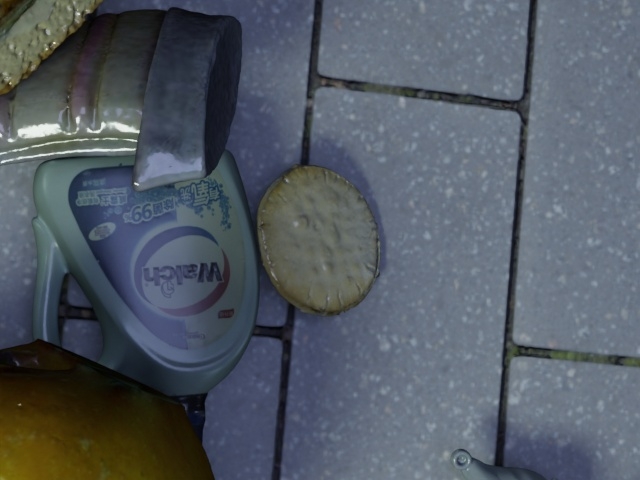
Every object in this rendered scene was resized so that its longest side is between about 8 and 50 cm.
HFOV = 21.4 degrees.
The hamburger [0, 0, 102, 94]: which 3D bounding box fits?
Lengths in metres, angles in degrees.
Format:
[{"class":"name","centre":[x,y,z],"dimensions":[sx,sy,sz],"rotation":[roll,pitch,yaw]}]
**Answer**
[{"class":"hamburger","centre":[-0.323,-0.256,1.531],"dimensions":[0.330,0.209,0.162],"rotation":[-47,130,-18]}]

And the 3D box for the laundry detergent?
[{"class":"laundry detergent","centre":[-0.162,0.059,1.581],"dimensions":[0.215,0.105,0.280],"rotation":[-4,87,-11]}]

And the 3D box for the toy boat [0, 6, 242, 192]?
[{"class":"toy boat","centre":[-0.197,-0.143,1.538],"dimensions":[0.293,0.111,0.276],"rotation":[9,41,19]}]

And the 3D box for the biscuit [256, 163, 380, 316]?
[{"class":"biscuit","centre":[0.000,0.000,1.626],"dimensions":[0.152,0.020,0.152],"rotation":[10,74,-36]}]

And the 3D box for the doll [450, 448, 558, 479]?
[{"class":"doll","centre":[0.205,0.281,1.643],"dimensions":[0.102,0.075,0.227],"rotation":[-42,105,-1]}]

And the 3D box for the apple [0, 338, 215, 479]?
[{"class":"apple","centre":[-0.272,0.250,1.412],"dimensions":[0.384,0.374,0.374],"rotation":[20,82,-24]}]
